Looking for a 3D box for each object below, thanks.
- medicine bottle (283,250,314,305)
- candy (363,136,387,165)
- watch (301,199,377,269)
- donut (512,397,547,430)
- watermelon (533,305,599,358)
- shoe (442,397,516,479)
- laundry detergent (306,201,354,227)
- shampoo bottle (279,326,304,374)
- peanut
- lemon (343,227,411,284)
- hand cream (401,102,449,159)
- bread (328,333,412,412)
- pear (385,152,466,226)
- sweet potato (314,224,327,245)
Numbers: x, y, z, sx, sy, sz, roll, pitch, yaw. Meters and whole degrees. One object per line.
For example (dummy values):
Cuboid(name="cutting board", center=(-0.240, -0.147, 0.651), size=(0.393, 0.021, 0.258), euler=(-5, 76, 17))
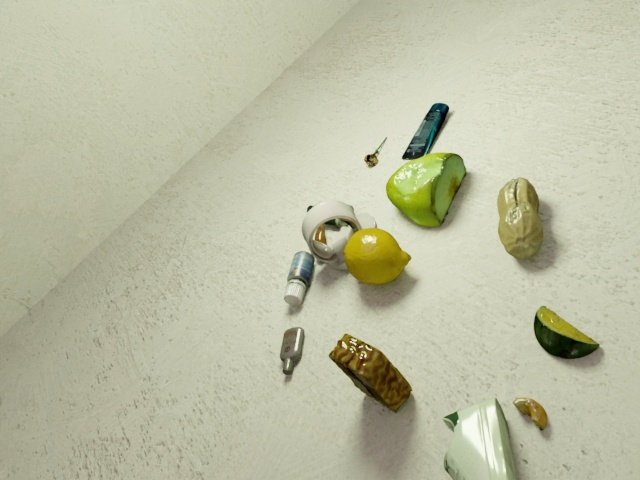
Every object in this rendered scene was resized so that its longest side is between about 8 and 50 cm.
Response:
Cuboid(name="medicine bottle", center=(-0.079, 0.138, 2.080), size=(0.083, 0.083, 0.203), euler=(-13, 45, 31))
Cuboid(name="candy", center=(0.239, -0.378, 2.403), size=(0.055, 0.049, 0.185), euler=(23, 54, 17))
Cuboid(name="watch", center=(0.061, -0.044, 2.029), size=(0.244, 0.231, 0.196), euler=(-37, 33, 7))
Cuboid(name="donut", center=(0.489, 0.401, 1.339), size=(0.067, 0.038, 0.083), euler=(-19, 39, 21))
Cuboid(name="watermelon", center=(0.588, 0.242, 1.430), size=(0.091, 0.075, 0.181), euler=(-3, 26, -28))
Cuboid(name="shoe", center=(0.346, 0.522, 1.260), size=(0.160, 0.132, 0.363), euler=(-21, 35, 22))
Cuboid(name="laundry detergent", center=(0.029, -0.109, 2.263), size=(0.225, 0.070, 0.099), euler=(14, 70, 49))
Cuboid(name="shampoo bottle", center=(-0.097, 0.363, 1.887), size=(0.079, 0.040, 0.165), euler=(-17, 40, 25))
Cuboid(name="peanut", center=(0.586, -0.072, 1.693), size=(0.130, 0.130, 0.290), euler=(-17, 39, 27))
Cuboid(name="lemon", center=(0.176, 0.052, 1.862), size=(0.244, 0.187, 0.187), euler=(10, 57, 34))
Cuboid(name="hand cream", center=(0.423, -0.432, 2.285), size=(0.120, 0.061, 0.271), euler=(10, 63, 48))
Cuboid(name="bread", center=(0.138, 0.355, 1.539), size=(0.096, 0.222, 0.181), euler=(-50, 33, -17))
Cuboid(name="pear", center=(0.350, -0.200, 2.011), size=(0.292, 0.159, 0.293), euler=(-26, 36, 21))
Cuboid(name="sweet potato", center=(0.000, 0.000, 2.175), size=(0.056, 0.056, 0.195), euler=(-19, 51, 25))
